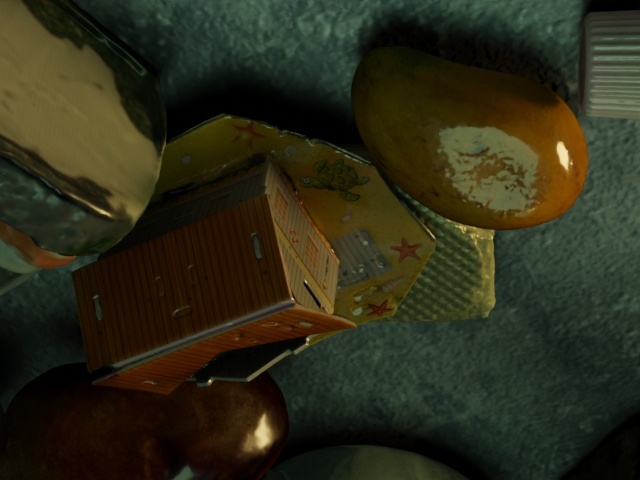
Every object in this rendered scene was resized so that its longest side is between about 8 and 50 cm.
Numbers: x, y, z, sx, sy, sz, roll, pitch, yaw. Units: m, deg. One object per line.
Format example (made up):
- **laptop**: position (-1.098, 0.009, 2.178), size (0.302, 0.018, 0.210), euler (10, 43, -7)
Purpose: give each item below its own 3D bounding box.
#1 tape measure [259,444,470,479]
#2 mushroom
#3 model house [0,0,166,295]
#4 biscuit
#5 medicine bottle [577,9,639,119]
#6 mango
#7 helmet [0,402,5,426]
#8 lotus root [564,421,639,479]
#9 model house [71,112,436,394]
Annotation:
- **tape measure**: position (0.033, 0.292, 1.300), size (0.275, 0.147, 0.256), euler (-2, 131, 13)
- **mushroom**: position (-0.143, 0.169, 1.232), size (0.227, 0.148, 0.217), euler (-7, 161, -8)
- **model house**: position (-0.288, -0.055, 0.969), size (0.301, 0.190, 0.271), euler (-33, 124, 32)
- **biscuit**: position (0.000, 0.000, 1.088), size (0.252, 0.052, 0.150), euler (0, 133, 5)
- **medicine bottle**: position (0.264, -0.109, 0.939), size (0.203, 0.083, 0.083), euler (3, 134, 5)
- **mango**: position (0.095, -0.064, 0.993), size (0.165, 0.089, 0.115), euler (13, 132, -3)
- **helmet**: position (-0.335, 0.157, 1.215), size (0.257, 0.137, 0.204), euler (-5, 99, 37)
- **lotus root**: position (0.334, 0.266, 1.249), size (0.260, 0.149, 0.267), euler (35, 124, -26)
- **model house**: position (-0.045, 0.038, 1.002), size (0.219, 0.136, 0.207), euler (-19, 123, 21)
